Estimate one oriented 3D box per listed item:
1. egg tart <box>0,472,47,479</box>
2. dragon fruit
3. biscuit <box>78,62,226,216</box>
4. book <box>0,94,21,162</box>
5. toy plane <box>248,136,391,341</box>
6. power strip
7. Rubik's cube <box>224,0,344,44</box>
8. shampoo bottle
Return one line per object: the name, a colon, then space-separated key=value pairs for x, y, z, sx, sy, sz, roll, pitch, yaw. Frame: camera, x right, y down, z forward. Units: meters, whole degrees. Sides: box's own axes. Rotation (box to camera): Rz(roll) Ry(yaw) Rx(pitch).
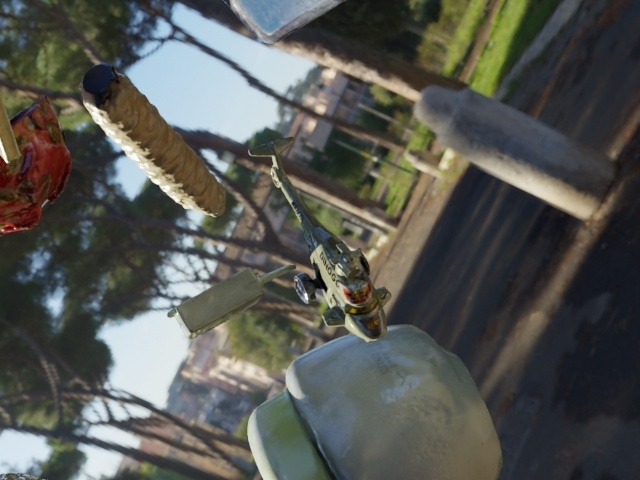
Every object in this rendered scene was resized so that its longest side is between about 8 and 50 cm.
egg tart: x=-0.298 y=0.387 z=1.060 sx=0.095 sy=0.279 sz=0.279 roll=-41 pitch=-1 yaw=-7
dragon fruit: x=-0.450 y=-0.049 z=1.206 sx=0.262 sy=0.134 sz=0.211 roll=-30 pitch=17 yaw=15
biscuit: x=-0.166 y=-0.094 z=0.927 sx=0.055 sy=0.061 sz=0.219 roll=-42 pitch=-38 yaw=-1
book: x=-0.350 y=-0.206 z=0.843 sx=0.018 sy=0.170 sz=0.241 roll=-31 pitch=-39 yaw=-25
toy plane: x=0.000 y=0.000 z=1.094 sx=0.092 sy=0.286 sz=0.108 roll=-22 pitch=-30 yaw=-15
power strip: x=-0.108 y=0.070 z=1.154 sx=0.175 sy=0.042 sz=0.075 roll=-29 pitch=-8 yaw=-13
Rubik's cube: x=-0.007 y=-0.468 z=1.018 sx=0.313 sy=0.316 sz=0.318 roll=-22 pitch=35 yaw=38
shampoo bottle: x=0.081 y=0.286 z=1.294 sx=0.317 sy=0.322 sz=0.322 roll=-32 pitch=1 yaw=-3
